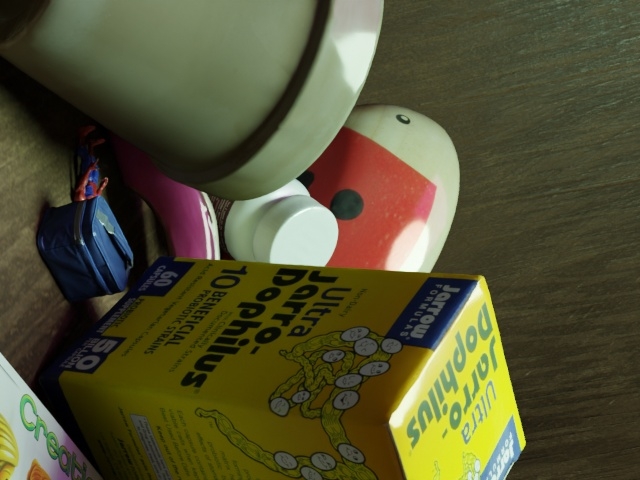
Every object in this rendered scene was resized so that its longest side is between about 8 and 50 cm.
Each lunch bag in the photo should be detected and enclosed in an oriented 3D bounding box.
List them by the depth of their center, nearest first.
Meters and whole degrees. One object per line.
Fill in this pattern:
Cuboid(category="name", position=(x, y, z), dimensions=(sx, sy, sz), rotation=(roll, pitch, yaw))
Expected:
Cuboid(category="lunch bag", position=(-0.218, 0.011, 1.108), dimensions=(0.067, 0.065, 0.098), rotation=(-88, 162, -49))

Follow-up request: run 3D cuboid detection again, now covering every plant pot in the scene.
Cuboid(category="plant pot", position=(-0.152, -0.223, 1.075), dimensions=(0.280, 0.323, 0.323), rotation=(16, 57, -39))

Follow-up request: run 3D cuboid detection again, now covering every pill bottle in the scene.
Cuboid(category="pill bottle", position=(-0.086, -0.039, 1.397), dimensions=(0.221, 0.121, 0.121), rotation=(35, -23, 41))

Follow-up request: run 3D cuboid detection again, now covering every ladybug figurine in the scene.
Cuboid(category="ladybug figurine", position=(0.000, 0.000, 1.517), dimensions=(0.162, 0.305, 0.449), rotation=(40, 75, -40))

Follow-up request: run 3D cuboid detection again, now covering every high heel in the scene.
Cuboid(category="high heel", position=(-0.182, 0.029, 1.275), dimensions=(0.377, 0.181, 0.127), rotation=(57, -6, 3))

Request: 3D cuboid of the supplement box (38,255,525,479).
Cuboid(category="supplement box", position=(-0.031, 0.151, 1.026), dimensions=(0.194, 0.356, 0.195), rotation=(-50, 132, -44))

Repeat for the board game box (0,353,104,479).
Cuboid(category="board game box", position=(-0.217, 0.252, 0.898), dimensions=(0.305, 0.053, 0.193), rotation=(67, 16, -45))

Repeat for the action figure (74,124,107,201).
Cuboid(category="action figure", position=(-0.237, -0.065, 1.194), dimensions=(0.038, 0.030, 0.115), rotation=(70, 15, -57))
